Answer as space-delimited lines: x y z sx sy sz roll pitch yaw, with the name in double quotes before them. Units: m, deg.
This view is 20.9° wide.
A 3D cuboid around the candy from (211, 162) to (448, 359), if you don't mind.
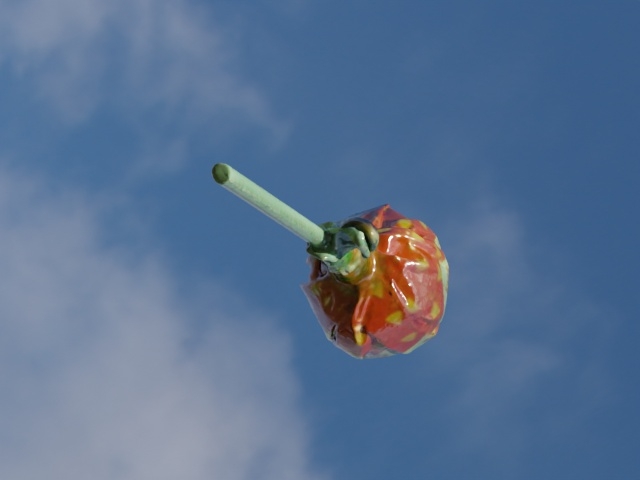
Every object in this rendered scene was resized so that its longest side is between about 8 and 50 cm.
"candy" 0.000 -0.002 0.854 0.078 0.287 0.084 -27 -110 10
